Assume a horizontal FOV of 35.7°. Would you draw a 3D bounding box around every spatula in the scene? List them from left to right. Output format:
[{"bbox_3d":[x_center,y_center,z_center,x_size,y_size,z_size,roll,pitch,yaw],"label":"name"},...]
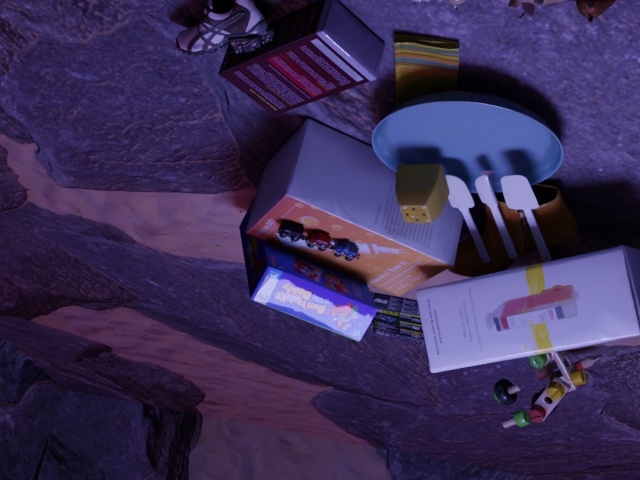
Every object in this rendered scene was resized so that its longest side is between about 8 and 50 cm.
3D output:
[{"bbox_3d":[0.322,-0.034,1.778,0.168,0.019,0.242,-1,139,30],"label":"spatula"}]

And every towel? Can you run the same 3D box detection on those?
[{"bbox_3d":[0.169,-0.246,1.594,0.102,0.021,0.237,11,155,11],"label":"towel"}]

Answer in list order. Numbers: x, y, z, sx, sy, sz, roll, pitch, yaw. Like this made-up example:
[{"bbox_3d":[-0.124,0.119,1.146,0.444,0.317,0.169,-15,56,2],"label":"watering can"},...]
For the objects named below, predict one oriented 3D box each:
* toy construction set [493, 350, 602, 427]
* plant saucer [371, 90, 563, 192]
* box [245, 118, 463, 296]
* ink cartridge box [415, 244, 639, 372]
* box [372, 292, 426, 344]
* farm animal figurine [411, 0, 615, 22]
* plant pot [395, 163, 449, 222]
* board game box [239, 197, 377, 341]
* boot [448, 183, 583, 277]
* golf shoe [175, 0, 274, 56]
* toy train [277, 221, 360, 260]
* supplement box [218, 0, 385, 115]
[{"bbox_3d":[0.545,0.260,2.248,0.237,0.257,0.309,-33,156,36],"label":"toy construction set"},{"bbox_3d":[0.245,-0.167,1.663,0.318,0.043,0.317,9,158,4],"label":"plant saucer"},{"bbox_3d":[0.068,-0.054,1.875,0.345,0.168,0.215,23,154,-16],"label":"box"},{"bbox_3d":[0.410,0.126,1.829,0.385,0.160,0.279,-13,172,26],"label":"ink cartridge box"},{"bbox_3d":[0.221,0.200,2.468,0.191,0.045,0.184,10,152,12],"label":"box"},{"bbox_3d":[0.231,-0.360,1.142,0.327,0.172,0.330,11,155,8],"label":"farm animal figurine"},{"bbox_3d":[0.173,-0.075,1.727,0.081,0.083,0.081,0,142,21],"label":"plant pot"},{"bbox_3d":[-0.033,0.051,1.998,0.233,0.078,0.347,23,-162,-17],"label":"board game box"},{"bbox_3d":[0.337,-0.030,1.878,0.295,0.104,0.211,-7,142,30],"label":"boot"},{"bbox_3d":[-0.158,-0.340,1.540,0.198,0.077,0.094,2,126,40],"label":"golf shoe"},{"bbox_3d":[0.000,0.000,1.796,0.158,0.027,0.036,20,143,-9],"label":"toy train"},{"bbox_3d":[-0.032,-0.284,1.563,0.239,0.073,0.130,-12,143,43],"label":"supplement box"}]
